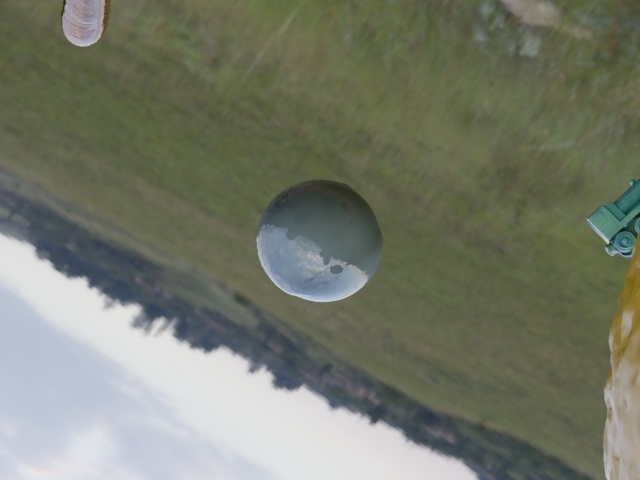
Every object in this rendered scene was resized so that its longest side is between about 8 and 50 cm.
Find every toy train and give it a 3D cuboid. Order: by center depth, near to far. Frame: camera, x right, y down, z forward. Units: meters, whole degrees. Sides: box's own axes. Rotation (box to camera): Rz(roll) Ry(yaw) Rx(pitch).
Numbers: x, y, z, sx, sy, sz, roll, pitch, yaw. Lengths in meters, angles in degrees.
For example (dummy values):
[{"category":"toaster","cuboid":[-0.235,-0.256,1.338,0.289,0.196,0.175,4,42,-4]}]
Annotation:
[{"category":"toy train","cuboid":[0.238,-0.027,0.845,0.045,0.092,0.029,48,-176,19]}]

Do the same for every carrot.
[{"category":"carrot","cuboid":[-0.189,-0.224,0.951,0.043,0.043,0.248,35,158,-1]}]

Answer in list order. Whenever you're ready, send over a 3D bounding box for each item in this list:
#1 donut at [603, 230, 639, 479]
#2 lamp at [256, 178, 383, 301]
[{"category":"donut","cuboid":[0.301,0.065,0.444,0.435,0.377,0.163,27,163,-20]},{"category":"lamp","cuboid":[0.000,0.000,0.965,0.105,0.105,0.105,35,177,2]}]
